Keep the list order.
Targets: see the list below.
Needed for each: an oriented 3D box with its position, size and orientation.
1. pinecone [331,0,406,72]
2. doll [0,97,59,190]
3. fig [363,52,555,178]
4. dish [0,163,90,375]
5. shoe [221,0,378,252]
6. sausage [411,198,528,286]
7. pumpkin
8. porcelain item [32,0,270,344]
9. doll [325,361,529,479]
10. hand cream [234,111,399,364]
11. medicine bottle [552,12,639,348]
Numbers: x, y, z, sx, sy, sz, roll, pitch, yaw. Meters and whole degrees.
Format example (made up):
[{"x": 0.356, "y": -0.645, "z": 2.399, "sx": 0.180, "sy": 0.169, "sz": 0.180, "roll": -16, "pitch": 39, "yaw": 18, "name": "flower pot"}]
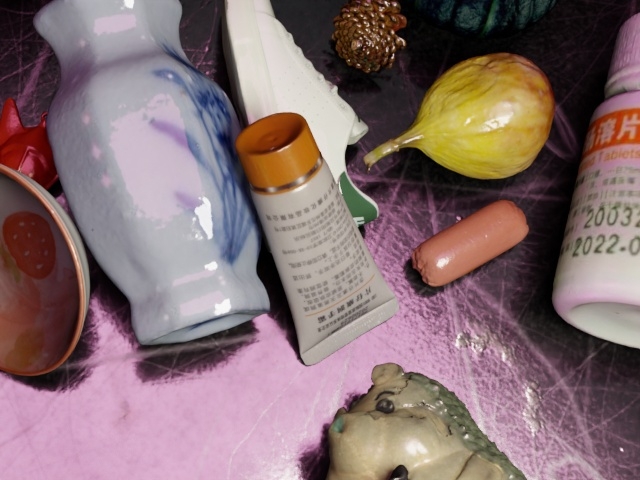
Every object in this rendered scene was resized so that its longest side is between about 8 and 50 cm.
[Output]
[{"x": 0.065, "y": -0.277, "z": 1.651, "sx": 0.102, "sy": 0.102, "sz": 0.109, "roll": 10, "pitch": 65, "yaw": -5, "name": "pinecone"}, {"x": -0.360, "y": -0.079, "z": 1.556, "sx": 0.109, "sy": 0.057, "sz": 0.169, "roll": 21, "pitch": 76, "yaw": 2, "name": "doll"}, {"x": 0.165, "y": -0.135, "z": 1.592, "sx": 0.257, "sy": 0.159, "sz": 0.159, "roll": -22, "pitch": 78, "yaw": -20, "name": "fig"}, {"x": -0.344, "y": 0.019, "z": 1.471, "sx": 0.260, "sy": 0.260, "sz": 0.085, "roll": 48, "pitch": 38, "yaw": 6, "name": "dish"}, {"x": -0.024, "y": -0.171, "z": 1.595, "sx": 0.160, "sy": 0.132, "sz": 0.363, "roll": -10, "pitch": 80, "yaw": -10, "name": "shoe"}, {"x": 0.185, "y": 0.004, "z": 1.607, "sx": 0.154, "sy": 0.062, "sz": 0.062, "roll": -28, "pitch": 80, "yaw": -15, "name": "sausage"}, {"x": 0.205, "y": -0.387, "z": 1.624, "sx": 0.248, "sy": 0.248, "sz": 0.248, "roll": 2, "pitch": 74, "yaw": -7, "name": "pumpkin"}, {"x": -0.188, "y": -0.090, "z": 1.489, "sx": 0.178, "sy": 0.242, "sz": 0.405, "roll": -22, "pitch": 81, "yaw": 14, "name": "porcelain item"}, {"x": 0.123, "y": 0.300, "z": 1.407, "sx": 0.247, "sy": 0.247, "sz": 0.349, "roll": -10, "pitch": 49, "yaw": -11, "name": "doll"}, {"x": 0.000, "y": 0.000, "z": 1.497, "sx": 0.140, "sy": 0.089, "sz": 0.314, "roll": -28, "pitch": 122, "yaw": -14, "name": "hand cream"}, {"x": 0.426, "y": -0.074, "z": 1.581, "sx": 0.219, "sy": 0.219, "sz": 0.388, "roll": 16, "pitch": 74, "yaw": -3, "name": "medicine bottle"}]
